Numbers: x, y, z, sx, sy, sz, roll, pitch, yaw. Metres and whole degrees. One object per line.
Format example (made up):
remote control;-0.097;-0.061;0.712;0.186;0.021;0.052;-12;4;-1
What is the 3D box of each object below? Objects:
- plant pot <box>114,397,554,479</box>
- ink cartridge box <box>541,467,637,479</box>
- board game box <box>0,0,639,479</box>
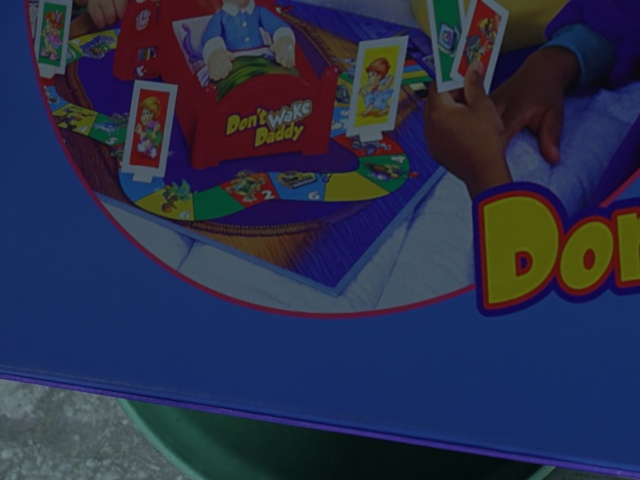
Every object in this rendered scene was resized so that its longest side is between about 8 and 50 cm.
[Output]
plant pot;0.034;-0.010;1.048;0.293;0.293;0.196;7;-159;14
ink cartridge box;0.285;0.123;0.953;0.324;0.071;0.330;2;-151;33
board game box;0.089;-0.067;0.360;0.347;0.233;0.078;5;174;36
